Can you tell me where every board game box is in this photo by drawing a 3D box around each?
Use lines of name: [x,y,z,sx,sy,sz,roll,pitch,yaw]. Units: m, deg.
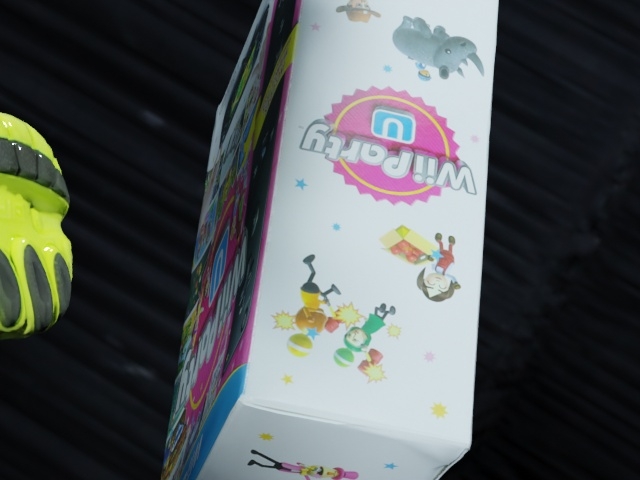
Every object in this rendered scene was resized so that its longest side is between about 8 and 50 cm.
board game box: [0.000,0.000,0.776,0.224,0.098,0.303,117,-18,-55]

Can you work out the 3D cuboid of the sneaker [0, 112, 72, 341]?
sneaker: [-0.191,-0.001,0.490,0.295,0.124,0.109,20,58,-63]
